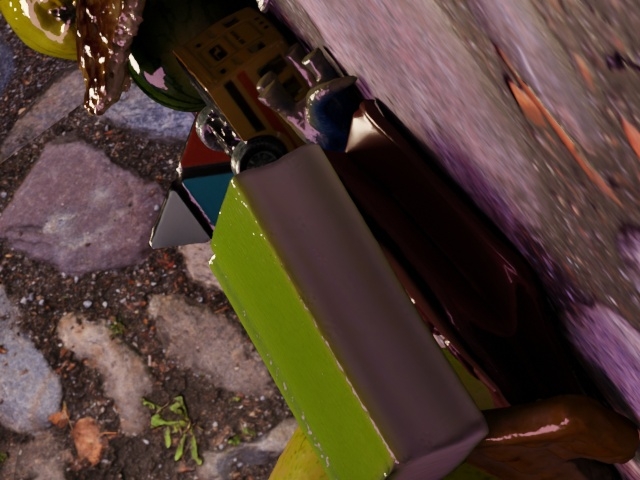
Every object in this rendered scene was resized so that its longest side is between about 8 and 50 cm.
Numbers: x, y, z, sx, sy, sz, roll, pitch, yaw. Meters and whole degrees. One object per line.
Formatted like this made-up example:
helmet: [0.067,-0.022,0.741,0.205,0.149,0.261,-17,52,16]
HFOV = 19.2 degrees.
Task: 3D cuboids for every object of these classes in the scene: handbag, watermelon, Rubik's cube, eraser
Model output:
handbag: [0.113,0.034,1.601,0.260,0.084,0.275,47,175,35]
watermelon: [-0.139,-0.223,1.922,0.141,0.141,0.187,74,177,-80]
Rubik's cube: [-0.052,-0.128,2.212,0.234,0.284,0.250,-19,-83,-72]
eraser: [0.014,0.081,1.542,0.274,0.092,0.210,59,160,14]

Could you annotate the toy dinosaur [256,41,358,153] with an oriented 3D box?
toy dinosaur: [0.031,-0.092,1.699,0.188,0.075,0.248,44,173,-13]

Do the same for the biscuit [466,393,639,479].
biscuit: [0.203,0.175,1.556,0.174,0.039,0.183,28,153,-27]

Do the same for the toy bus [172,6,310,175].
toy bus: [-0.019,-0.070,1.885,0.335,0.123,0.121,55,175,-35]

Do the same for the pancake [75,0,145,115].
pancake: [-0.170,-0.264,1.805,0.244,0.057,0.266,-18,73,56]

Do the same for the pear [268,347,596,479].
pear: [0.110,0.302,1.925,0.391,0.391,0.391,53,177,4]

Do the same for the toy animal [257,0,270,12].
toy animal: [-0.030,-0.210,1.377,0.028,0.050,0.084,-5,-90,-66]

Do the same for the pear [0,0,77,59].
pear: [-0.292,-0.321,2.301,0.212,0.212,0.269,54,-167,-22]
